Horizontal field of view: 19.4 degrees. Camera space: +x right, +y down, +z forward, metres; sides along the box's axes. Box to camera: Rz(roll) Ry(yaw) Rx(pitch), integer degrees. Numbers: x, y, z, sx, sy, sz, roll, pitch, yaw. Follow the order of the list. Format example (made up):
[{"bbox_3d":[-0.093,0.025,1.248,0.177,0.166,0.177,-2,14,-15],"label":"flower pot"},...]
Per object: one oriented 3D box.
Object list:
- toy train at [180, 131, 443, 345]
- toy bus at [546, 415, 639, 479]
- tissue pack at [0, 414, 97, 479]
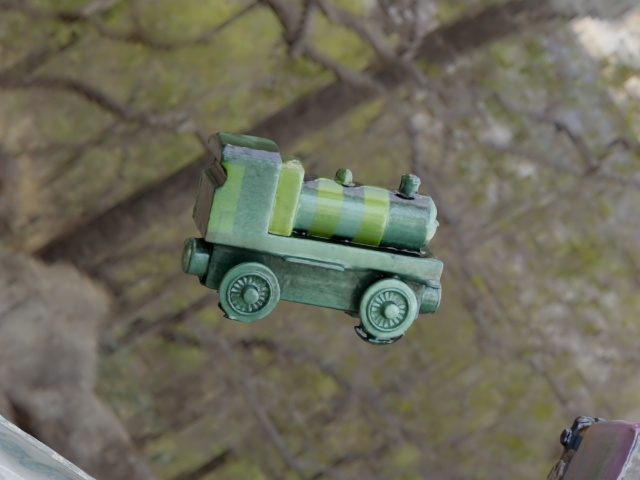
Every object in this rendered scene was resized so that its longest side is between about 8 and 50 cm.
[{"bbox_3d":[0.000,0.000,1.396,0.200,0.132,0.083,9,14,-17],"label":"toy train"},{"bbox_3d":[0.241,0.347,1.671,0.171,0.386,0.162,27,-15,0],"label":"toy bus"},{"bbox_3d":[-0.174,0.227,1.057,0.271,0.201,0.124,28,7,25],"label":"tissue pack"}]
